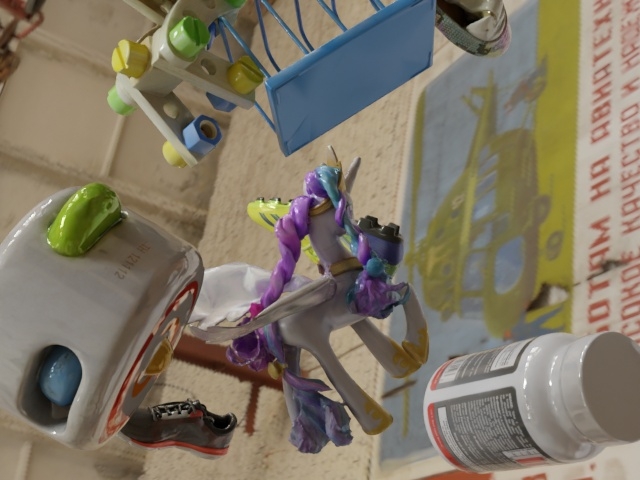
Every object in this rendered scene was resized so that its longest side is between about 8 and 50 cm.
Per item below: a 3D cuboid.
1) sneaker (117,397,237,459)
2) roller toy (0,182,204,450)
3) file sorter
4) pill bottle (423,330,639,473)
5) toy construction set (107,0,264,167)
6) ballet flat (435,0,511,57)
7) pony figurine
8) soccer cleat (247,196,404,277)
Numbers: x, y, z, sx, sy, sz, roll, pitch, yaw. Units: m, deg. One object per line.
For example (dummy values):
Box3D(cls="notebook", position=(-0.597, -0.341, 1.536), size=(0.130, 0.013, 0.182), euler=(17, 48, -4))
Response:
Box3D(cls="sneaker", position=(-0.165, 0.200, 1.085), size=(0.158, 0.065, 0.061), euler=(18, -157, -32))
Box3D(cls="roller toy", position=(-0.187, 0.067, 0.789), size=(0.146, 0.209, 0.191), euler=(29, -101, 4))
Box3D(cls="file sorter", position=(0.006, -0.183, 0.871), size=(0.170, 0.118, 0.104), euler=(-33, -113, -10))
Box3D(cls="pill bottle", position=(0.356, 0.268, 1.580), size=(0.210, 0.363, 0.210), euler=(11, -111, -30))
Box3D(cls="toy construction set", position=(-0.184, -0.230, 0.807), size=(0.327, 0.151, 0.215), euler=(44, -138, -38))
Box3D(cls="ballet flat", position=(0.151, -0.272, 1.062), size=(0.221, 0.079, 0.077), euler=(29, -107, -30))
Box3D(cls="pony figurine", position=(-0.023, 0.098, 1.268), size=(0.351, 0.303, 0.363), euler=(-32, -70, -25))
Box3D(cls="soccer cleat", position=(0.000, 0.000, 1.618), size=(0.289, 0.093, 0.121), euler=(16, -80, 17))
